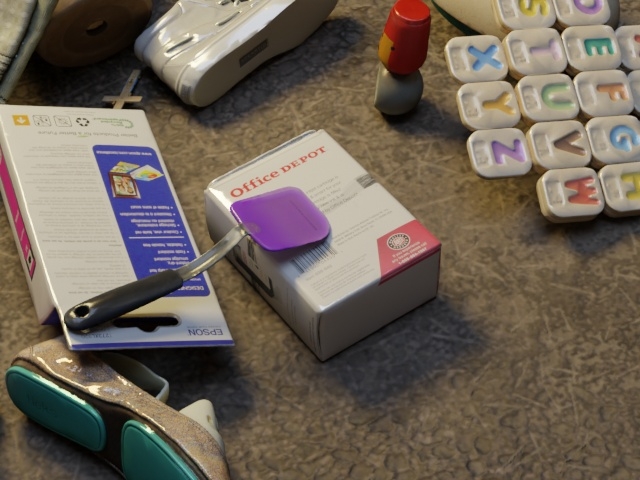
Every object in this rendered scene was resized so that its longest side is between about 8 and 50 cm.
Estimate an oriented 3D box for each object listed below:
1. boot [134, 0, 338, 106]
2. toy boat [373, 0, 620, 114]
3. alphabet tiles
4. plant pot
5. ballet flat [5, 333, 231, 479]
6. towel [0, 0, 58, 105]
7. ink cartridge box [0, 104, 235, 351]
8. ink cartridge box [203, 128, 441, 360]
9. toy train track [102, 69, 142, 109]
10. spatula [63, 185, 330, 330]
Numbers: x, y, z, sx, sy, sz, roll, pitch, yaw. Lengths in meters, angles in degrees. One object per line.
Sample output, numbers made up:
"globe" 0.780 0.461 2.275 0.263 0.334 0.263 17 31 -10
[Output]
"boot" -0.102 -0.272 1.937 0.258 0.095 0.123 -37 63 -26
"toy boat" 0.181 -0.264 1.905 0.318 0.148 0.267 -31 58 -32
"alphabet tiles" 0.282 -0.158 1.778 0.278 0.021 0.284 -5 71 -19
"plant pot" -0.315 -0.342 1.931 0.263 0.263 0.229 -22 67 -17
"ballet flat" -0.166 0.176 1.537 0.316 0.107 0.106 33 43 27
"towel" -0.482 -0.220 1.829 0.312 0.056 0.324 27 89 24
"ink cartridge box" -0.228 -0.005 1.689 0.176 0.069 0.371 0 42 -27
"ink cartridge box" 0.000 0.000 1.691 0.159 0.092 0.218 -28 55 -21
"toy train track" -0.230 -0.175 1.912 0.048 0.014 0.083 3 42 14
"spatula" -0.122 0.022 1.590 0.296 0.030 0.084 -28 55 -23
